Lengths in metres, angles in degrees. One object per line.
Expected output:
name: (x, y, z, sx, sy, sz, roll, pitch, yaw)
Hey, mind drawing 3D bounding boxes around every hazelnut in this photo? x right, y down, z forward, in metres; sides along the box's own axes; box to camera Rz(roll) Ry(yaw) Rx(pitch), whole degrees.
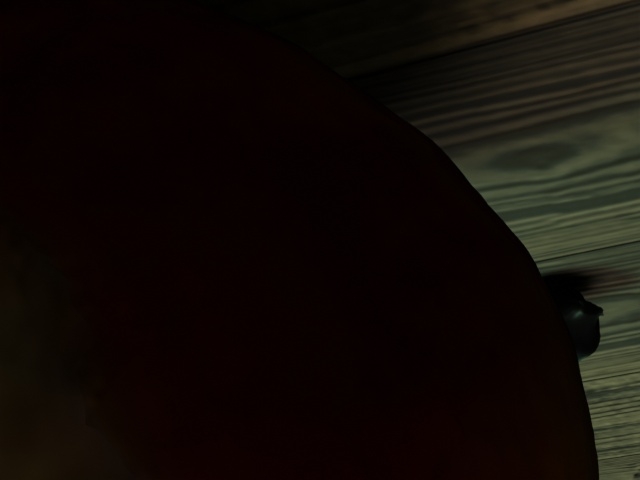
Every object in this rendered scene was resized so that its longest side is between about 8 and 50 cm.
hazelnut: (-0.110, 0.105, 0.540, 0.409, 0.359, 0.359, -17, 157, 32)

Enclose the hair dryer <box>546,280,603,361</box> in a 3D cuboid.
hair dryer: (0.067, 0.107, 0.976, 0.244, 0.116, 0.302, 12, 149, -44)
